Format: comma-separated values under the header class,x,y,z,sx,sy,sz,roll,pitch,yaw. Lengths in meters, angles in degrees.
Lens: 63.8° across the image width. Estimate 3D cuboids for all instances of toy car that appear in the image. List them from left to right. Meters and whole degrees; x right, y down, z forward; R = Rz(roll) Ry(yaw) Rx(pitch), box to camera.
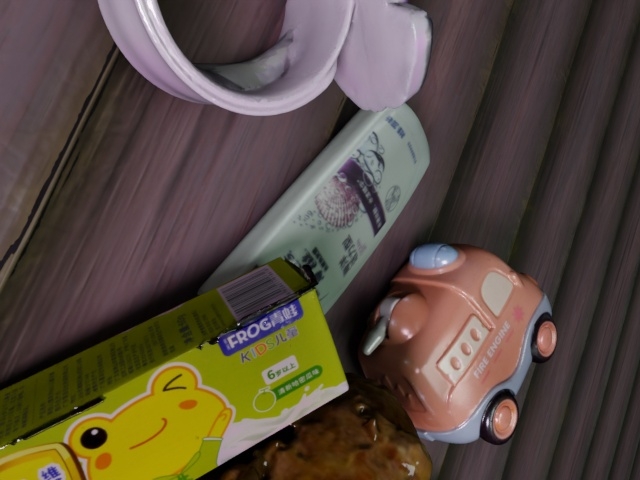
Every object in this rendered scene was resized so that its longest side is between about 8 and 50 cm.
class,x,y,z,sx,sy,sz,roll,pitch,yaw
toy car,0.169,0.117,0.687,0.270,0.181,0.212,-49,117,-24

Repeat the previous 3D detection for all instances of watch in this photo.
class,x,y,z,sx,sy,sz,roll,pitch,yaw
watch,-0.042,-0.195,0.425,0.231,0.196,0.244,-34,123,-26

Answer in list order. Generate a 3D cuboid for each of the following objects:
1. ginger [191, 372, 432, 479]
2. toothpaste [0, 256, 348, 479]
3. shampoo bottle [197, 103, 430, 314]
class,x,y,z,sx,sy,sz,roll,pitch,yaw
ginger,-0.049,0.252,0.398,0.176,0.254,0.418,57,37,-2
toothpaste,-0.138,0.133,0.398,0.328,0.077,0.110,-26,117,-16
shampoo bottle,0.000,0.000,0.566,0.359,0.078,0.134,-51,128,-24
